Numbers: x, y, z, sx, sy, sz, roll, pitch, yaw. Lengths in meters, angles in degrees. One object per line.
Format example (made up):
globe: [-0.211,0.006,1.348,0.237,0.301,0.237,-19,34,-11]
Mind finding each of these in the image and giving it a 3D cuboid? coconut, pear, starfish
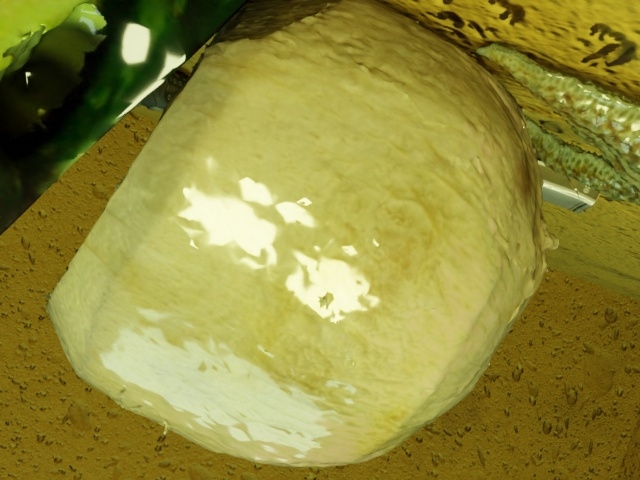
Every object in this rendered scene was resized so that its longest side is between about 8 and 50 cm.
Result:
coconut: [0.000,0.000,0.484,0.254,0.297,0.297,31,178,-15]
pear: [-0.231,-0.083,0.421,0.165,0.399,0.399,48,171,-19]
starfish: [0.272,-0.030,0.506,0.347,0.078,0.357,15,-176,-41]

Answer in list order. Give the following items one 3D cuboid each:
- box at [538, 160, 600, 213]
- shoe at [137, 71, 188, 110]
box: [0.201,-0.080,0.834,0.198,0.029,0.109,21,-179,11]
shoe: [-0.217,-0.217,1.071,0.077,0.074,0.194,8,-176,-3]
